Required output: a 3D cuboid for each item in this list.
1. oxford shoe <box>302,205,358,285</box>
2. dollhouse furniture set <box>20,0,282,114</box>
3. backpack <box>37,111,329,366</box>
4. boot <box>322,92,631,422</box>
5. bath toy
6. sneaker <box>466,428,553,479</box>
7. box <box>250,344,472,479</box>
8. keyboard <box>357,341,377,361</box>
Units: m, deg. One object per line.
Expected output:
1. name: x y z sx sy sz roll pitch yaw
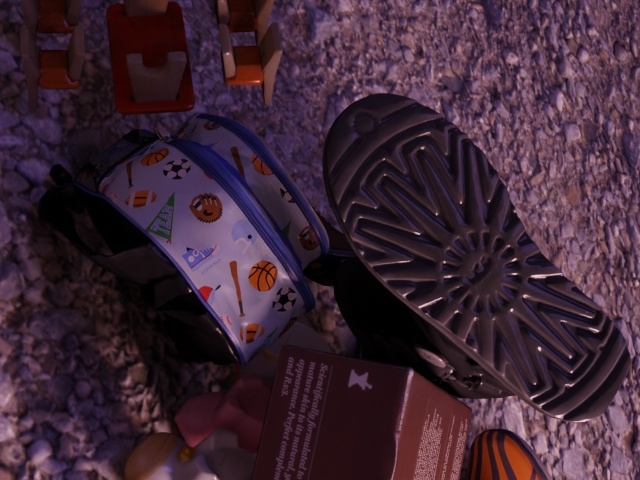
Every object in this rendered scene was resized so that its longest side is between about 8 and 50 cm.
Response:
1. oxford shoe: 0.000 0.000 1.658 0.227 0.083 0.096 15 54 -49
2. dollhouse furniture set: -0.189 -0.241 1.454 0.262 0.135 0.259 -3 58 -11
3. backpack: -0.113 0.004 1.350 0.213 0.263 0.276 -43 112 -4
4. boot: 0.100 0.028 1.412 0.146 0.445 0.367 -40 96 -8
5. bath toy: -0.097 0.213 1.406 0.151 0.129 0.348 25 37 8
6. sneaker: 0.217 0.395 1.688 0.180 0.124 0.321 9 66 -49
7. box: 0.050 0.235 1.397 0.381 0.143 0.191 44 57 -72
8. keyboard: 0.097 0.088 1.764 0.100 0.038 0.192 31 52 -38
